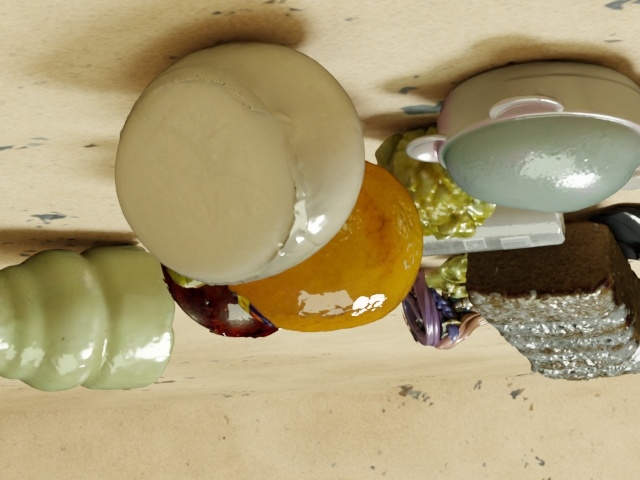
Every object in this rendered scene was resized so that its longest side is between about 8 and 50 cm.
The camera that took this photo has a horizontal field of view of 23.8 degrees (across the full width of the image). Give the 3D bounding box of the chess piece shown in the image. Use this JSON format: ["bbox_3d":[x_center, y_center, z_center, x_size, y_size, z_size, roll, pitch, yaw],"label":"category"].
[{"bbox_3d":[-0.392,0.093,1.674,0.442,0.234,0.234,-2,169,-32],"label":"chess piece"}]

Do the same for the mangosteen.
[{"bbox_3d":[-0.083,0.004,1.449,0.166,0.166,0.180,-7,156,12],"label":"mangosteen"}]

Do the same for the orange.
[{"bbox_3d":[0.000,0.003,1.308,0.178,0.155,0.177,4,176,0],"label":"orange"}]

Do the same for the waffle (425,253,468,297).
[{"bbox_3d":[0.258,0.031,1.928,0.223,0.054,0.204,1,160,-20],"label":"waffle"}]

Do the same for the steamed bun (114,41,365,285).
[{"bbox_3d":[-0.056,-0.062,1.158,0.131,0.177,0.228,-34,180,-42],"label":"steamed bun"}]

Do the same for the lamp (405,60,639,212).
[{"bbox_3d":[0.205,-0.077,1.284,0.246,0.108,0.179,6,166,-37],"label":"lamp"}]

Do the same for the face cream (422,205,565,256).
[{"bbox_3d":[0.121,-0.019,1.609,0.269,0.073,0.107,-7,164,13],"label":"face cream"}]

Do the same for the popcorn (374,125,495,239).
[{"bbox_3d":[0.109,-0.050,1.387,0.116,0.106,0.120,-15,166,8],"label":"popcorn"}]

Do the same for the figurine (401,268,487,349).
[{"bbox_3d":[0.181,0.092,2.057,0.157,0.114,0.126,-3,-156,-26],"label":"figurine"}]

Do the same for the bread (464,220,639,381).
[{"bbox_3d":[0.298,0.078,1.803,0.165,0.113,0.416,-7,162,19],"label":"bread"}]

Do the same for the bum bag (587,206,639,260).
[{"bbox_3d":[0.431,-0.002,1.817,0.248,0.060,0.123,0,167,-15],"label":"bum bag"}]
